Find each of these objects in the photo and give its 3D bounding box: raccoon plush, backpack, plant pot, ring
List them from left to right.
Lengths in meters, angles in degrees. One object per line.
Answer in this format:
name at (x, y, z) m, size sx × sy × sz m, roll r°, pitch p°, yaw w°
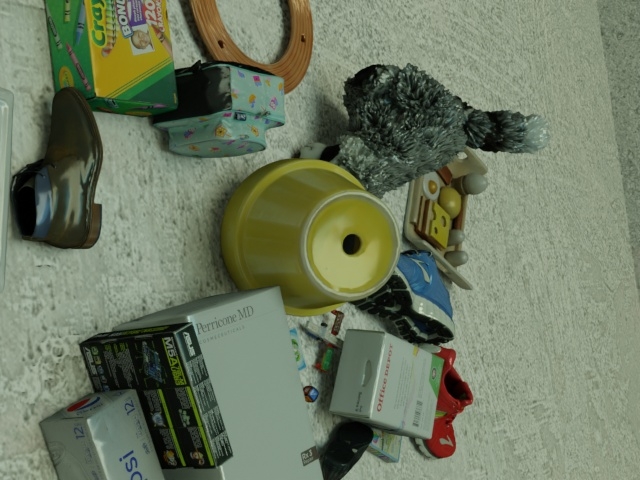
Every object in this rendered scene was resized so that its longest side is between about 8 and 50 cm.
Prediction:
backpack at (-0.145, -0.200, 1.596) m, size 0.188 × 0.166 × 0.144 m, roll -12°, pitch 93°, yaw -52°
ring at (-0.122, -0.410, 1.797) m, size 0.336 × 0.032 × 0.337 m, roll 18°, pitch 68°, yaw -53°
plant pot at (0.000, 0.000, 1.605) m, size 0.254 × 0.239 × 0.254 m, roll -2°, pitch 95°, yaw -24°
raccoon plush at (0.181, -0.139, 1.861) m, size 0.216 × 0.446 × 0.299 m, roll 74°, pitch 24°, yaw -59°

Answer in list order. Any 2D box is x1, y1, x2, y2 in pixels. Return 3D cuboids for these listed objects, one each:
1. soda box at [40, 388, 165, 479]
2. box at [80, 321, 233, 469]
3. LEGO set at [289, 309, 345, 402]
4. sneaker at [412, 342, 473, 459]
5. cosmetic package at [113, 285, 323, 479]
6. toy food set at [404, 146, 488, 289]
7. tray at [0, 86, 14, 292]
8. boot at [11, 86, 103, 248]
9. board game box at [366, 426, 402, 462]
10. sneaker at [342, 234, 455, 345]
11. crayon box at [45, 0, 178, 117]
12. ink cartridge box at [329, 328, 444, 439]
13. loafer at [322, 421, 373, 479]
soda box at (-0.261, 0.345, 1.362) m, size 0.098 × 0.091 × 0.286 m, roll -30°, pitch 107°, yaw -54°
box at (-0.219, 0.209, 1.376) m, size 0.045 × 0.184 × 0.191 m, roll -28°, pitch 104°, yaw -55°
LEGO set at (-0.024, 0.150, 1.806) m, size 0.182 × 0.060 × 0.244 m, roll -21°, pitch 98°, yaw -42°
sneaker at (0.241, 0.323, 2.030) m, size 0.107 × 0.118 × 0.279 m, roll -60°, pitch 143°, yaw -49°
cosmetic package at (-0.135, 0.274, 1.503) m, size 0.217 × 0.156 × 0.385 m, roll -19°, pitch 99°, yaw -53°
toy food set at (0.285, -0.075, 2.233) m, size 0.219 × 0.092 × 0.306 m, roll 39°, pitch 51°, yaw -43°
tray at (-0.435, -0.077, 1.277) m, size 0.145 × 0.030 × 0.270 m, roll 15°, pitch 69°, yaw -51°
boot at (-0.347, -0.096, 1.360) m, size 0.106 × 0.082 × 0.219 m, roll -4°, pitch 87°, yaw -57°
board game box at (0.121, 0.329, 1.960) m, size 0.103 × 0.026 × 0.154 m, roll 40°, pitch 51°, yaw -43°
sneaker at (0.144, 0.072, 1.981) m, size 0.330 × 0.129 × 0.147 m, roll 43°, pitch 40°, yaw -39°
crayon box at (-0.301, -0.322, 1.479) m, size 0.165 × 0.081 × 0.278 m, roll -3°, pitch 84°, yaw -55°
ink cartridge box at (0.122, 0.258, 1.855) m, size 0.212 × 0.093 × 0.154 m, roll 29°, pitch 68°, yaw -51°
loafer at (0.043, 0.371, 1.827) m, size 0.170 × 0.062 × 0.061 m, roll -27°, pitch 143°, yaw -60°
